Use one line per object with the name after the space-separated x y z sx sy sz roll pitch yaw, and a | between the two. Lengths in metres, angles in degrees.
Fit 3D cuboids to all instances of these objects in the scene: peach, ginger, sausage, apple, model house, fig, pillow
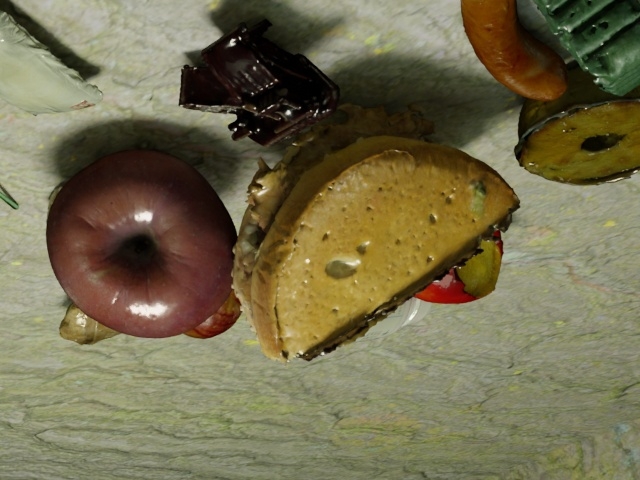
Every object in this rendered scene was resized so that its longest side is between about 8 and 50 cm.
0.228 0.022 2.036 0.226 0.190 0.196 8 136 -14 | peach
-0.361 0.134 2.254 0.294 0.086 0.131 -12 144 -7 | ginger
0.257 -0.274 1.582 0.103 0.076 0.302 -7 156 24 | sausage
-0.271 0.004 1.804 0.305 0.306 0.235 -2 -178 -8 | apple
-0.101 -0.205 1.579 0.164 0.141 0.203 3 156 -40 | model house
-0.237 0.081 2.100 0.175 0.175 0.207 -28 125 36 | fig
-0.404 -0.232 1.554 0.128 0.051 0.229 -11 152 26 | pillow

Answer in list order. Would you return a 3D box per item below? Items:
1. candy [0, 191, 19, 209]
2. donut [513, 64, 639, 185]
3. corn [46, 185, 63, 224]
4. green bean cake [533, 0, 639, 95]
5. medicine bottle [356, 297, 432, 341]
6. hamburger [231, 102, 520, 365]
-0.512 -0.081 1.832 0.058 0.062 0.194 -12 161 4 | candy
0.425 -0.184 1.780 0.272 0.107 0.272 -1 155 0 | donut
-0.394 -0.013 1.947 0.087 0.087 0.211 -17 149 20 | corn
0.363 -0.288 1.522 0.107 0.193 0.208 -40 166 17 | green bean cake
0.069 0.100 2.121 0.170 0.170 0.293 -29 165 37 | medicine bottle
0.040 -0.053 1.729 0.445 0.268 0.287 -32 115 -11 | hamburger
